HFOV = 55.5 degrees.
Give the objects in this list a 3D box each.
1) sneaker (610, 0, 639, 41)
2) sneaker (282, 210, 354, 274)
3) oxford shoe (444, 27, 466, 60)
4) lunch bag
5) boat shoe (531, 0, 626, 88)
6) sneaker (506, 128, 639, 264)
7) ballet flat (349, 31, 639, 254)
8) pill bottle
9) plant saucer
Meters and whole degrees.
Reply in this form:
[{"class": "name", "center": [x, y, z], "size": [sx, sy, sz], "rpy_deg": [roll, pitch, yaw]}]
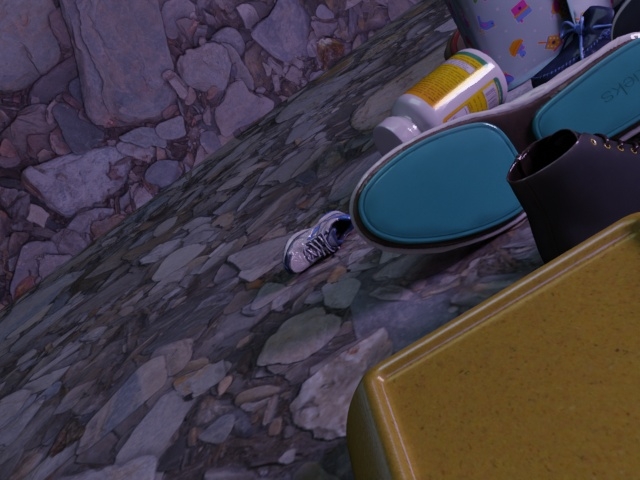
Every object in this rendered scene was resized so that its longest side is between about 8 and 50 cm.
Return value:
[{"class": "sneaker", "center": [0.470, -0.264, 0.655], "size": [0.321, 0.126, 0.127], "rpy_deg": [-11, 24, 45]}, {"class": "sneaker", "center": [0.000, 0.000, 0.892], "size": [0.135, 0.052, 0.058], "rpy_deg": [-44, 26, -26]}, {"class": "oxford shoe", "center": [0.415, -0.508, 1.339], "size": [0.348, 0.123, 0.130], "rpy_deg": [-33, 14, -1]}, {"class": "lunch bag", "center": [0.370, -0.425, 1.053], "size": [0.262, 0.223, 0.160], "rpy_deg": [-29, 25, 7]}, {"class": "boat shoe", "center": [0.416, -0.313, 0.913], "size": [0.258, 0.089, 0.109], "rpy_deg": [-37, 19, -8]}, {"class": "sneaker", "center": [0.266, -0.071, 0.531], "size": [0.222, 0.118, 0.083], "rpy_deg": [-40, 20, -17]}, {"class": "ballet flat", "center": [0.219, -0.098, 0.700], "size": [0.400, 0.139, 0.139], "rpy_deg": [-29, 19, 0]}, {"class": "pill bottle", "center": [0.189, -0.205, 0.977], "size": [0.208, 0.117, 0.117], "rpy_deg": [-40, 20, -15]}, {"class": "plant saucer", "center": [0.159, 0.106, 0.344], "size": [0.333, 0.081, 0.333], "rpy_deg": [-31, 19, 5]}]
